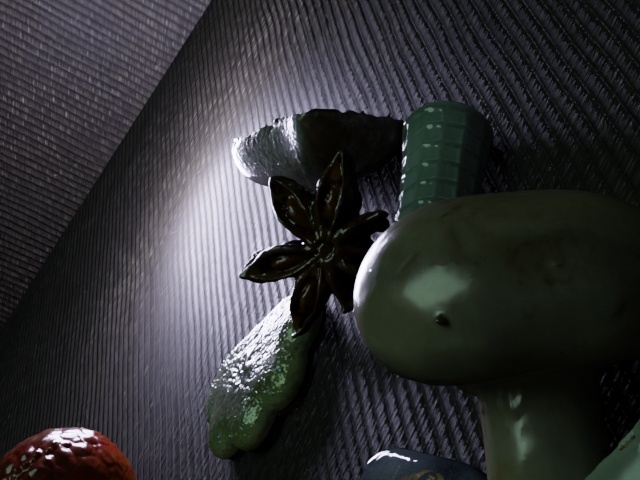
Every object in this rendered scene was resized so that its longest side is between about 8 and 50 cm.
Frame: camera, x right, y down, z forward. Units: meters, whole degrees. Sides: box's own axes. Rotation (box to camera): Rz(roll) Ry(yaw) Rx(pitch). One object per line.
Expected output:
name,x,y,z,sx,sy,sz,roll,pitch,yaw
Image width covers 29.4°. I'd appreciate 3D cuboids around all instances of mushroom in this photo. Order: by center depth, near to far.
mushroom,0.175,0.101,1.057,0.292,0.292,0.290,-6,89,64

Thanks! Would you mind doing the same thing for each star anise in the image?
star anise,-0.005,0.005,1.632,0.220,0.099,0.214,-35,71,21

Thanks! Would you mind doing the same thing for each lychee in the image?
lychee,-0.416,0.429,1.970,0.255,0.300,0.255,-17,50,21

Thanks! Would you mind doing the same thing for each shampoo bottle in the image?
shampoo bottle,0.113,0.260,1.223,0.234,0.049,0.087,-4,63,64

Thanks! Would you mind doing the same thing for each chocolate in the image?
chocolate,-0.006,-0.120,1.766,0.303,0.185,0.100,-8,85,64

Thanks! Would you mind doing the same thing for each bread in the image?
bread,-0.088,0.205,1.722,0.286,0.056,0.207,-49,24,33

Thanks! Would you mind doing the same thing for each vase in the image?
vase,0.134,-0.021,1.394,0.143,0.143,0.299,-40,28,44

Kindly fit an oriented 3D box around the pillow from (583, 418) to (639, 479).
pillow,0.232,0.253,0.921,0.144,0.078,0.254,41,105,28
